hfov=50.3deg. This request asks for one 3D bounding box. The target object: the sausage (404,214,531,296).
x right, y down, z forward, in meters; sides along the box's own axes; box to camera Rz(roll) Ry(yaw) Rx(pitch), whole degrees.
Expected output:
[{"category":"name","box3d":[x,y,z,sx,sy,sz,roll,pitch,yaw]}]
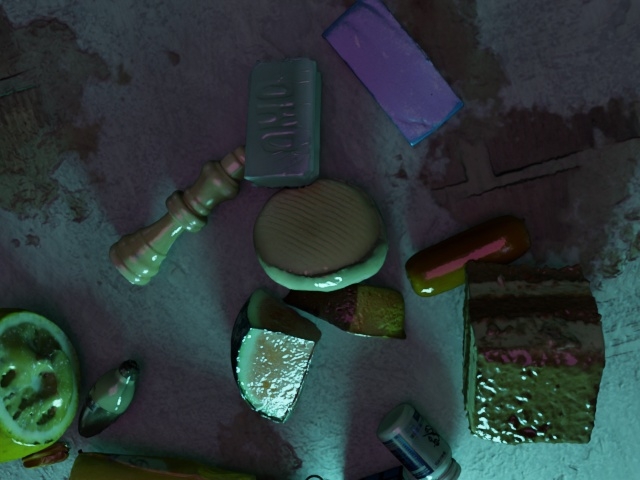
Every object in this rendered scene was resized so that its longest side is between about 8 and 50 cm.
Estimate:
[{"category":"sausage","box3d":[0.313,0.034,1.454,0.274,0.105,0.105,-25,96,12]}]

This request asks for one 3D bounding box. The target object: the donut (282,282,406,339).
[{"category":"donut","box3d":[0.057,0.134,1.488,0.294,0.151,0.113,14,92,6]}]

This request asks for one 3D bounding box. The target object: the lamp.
[{"category":"lamp","box3d":[-0.511,0.382,1.634,0.101,0.101,0.250,40,107,0]}]

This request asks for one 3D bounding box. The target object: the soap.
[{"category":"soap","box3d":[-0.076,-0.244,1.424,0.150,0.094,0.262,0,80,7]}]

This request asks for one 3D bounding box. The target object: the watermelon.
[{"category":"watermelon","box3d":[-0.100,0.272,1.515,0.226,0.148,0.319,-10,104,18]}]

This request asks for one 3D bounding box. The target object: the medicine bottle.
[{"category":"medicine bottle","box3d":[0.225,0.470,1.540,0.107,0.107,0.191,-43,92,13]}]

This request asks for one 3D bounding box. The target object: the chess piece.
[{"category":"chess piece","box3d":[-0.296,-0.069,1.520,0.397,0.117,0.117,-42,92,11]}]

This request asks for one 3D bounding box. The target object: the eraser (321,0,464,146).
[{"category":"eraser","box3d":[0.152,-0.359,1.434,0.144,0.042,0.312,-39,93,12]}]

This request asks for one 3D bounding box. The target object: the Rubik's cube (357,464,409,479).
[{"category":"Rubik's cube","box3d":[0.142,0.637,1.555,0.160,0.162,0.163,-23,97,12]}]

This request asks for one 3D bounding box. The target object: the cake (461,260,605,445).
[{"category":"cake","box3d":[0.410,0.215,1.342,0.255,0.290,0.282,-2,121,5]}]

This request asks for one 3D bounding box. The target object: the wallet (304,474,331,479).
[{"category":"wallet","box3d":[-0.138,0.668,1.600,0.334,0.068,0.275,1,121,-6]}]

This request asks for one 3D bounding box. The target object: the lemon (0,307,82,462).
[{"category":"lemon","box3d":[-0.760,0.333,1.544,0.363,0.364,0.365,1,100,8]}]

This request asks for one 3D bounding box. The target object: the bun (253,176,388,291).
[{"category":"bun","box3d":[0.000,0.000,1.447,0.287,0.146,0.288,-3,56,4]}]

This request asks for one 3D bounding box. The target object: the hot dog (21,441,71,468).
[{"category":"hot dog","box3d":[-0.692,0.538,1.721,0.133,0.041,0.057,-15,98,3]}]

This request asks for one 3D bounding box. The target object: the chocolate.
[{"category":"chocolate","box3d":[-0.376,0.588,1.638,0.444,0.162,0.162,1,100,-2]}]
